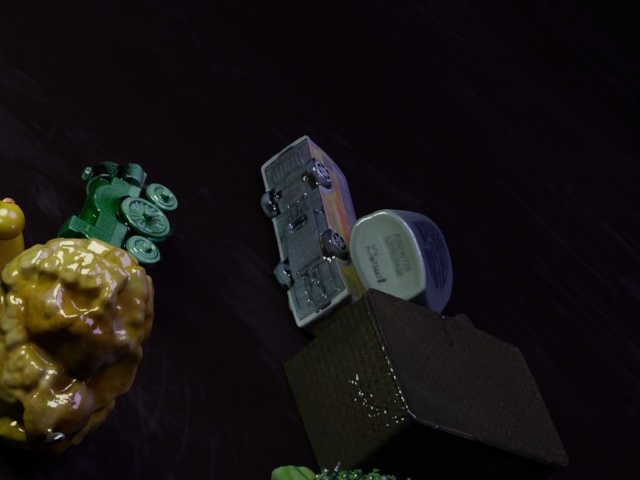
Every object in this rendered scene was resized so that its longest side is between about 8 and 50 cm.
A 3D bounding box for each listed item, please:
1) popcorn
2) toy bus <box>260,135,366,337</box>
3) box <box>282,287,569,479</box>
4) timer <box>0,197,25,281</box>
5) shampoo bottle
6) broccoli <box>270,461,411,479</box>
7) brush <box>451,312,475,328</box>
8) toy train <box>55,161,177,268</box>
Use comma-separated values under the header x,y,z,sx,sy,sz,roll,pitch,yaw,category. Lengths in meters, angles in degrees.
x,y,z,sx,sy,sz,roll,pitch,yaw,category
-0.230,0.089,1.618,0.163,0.194,0.140,15,-2,35,popcorn
0.000,0.000,2.191,0.106,0.092,0.268,39,26,-39,toy bus
0.116,0.189,2.045,0.273,0.143,0.184,22,37,-42,box
-0.310,0.009,1.657,0.107,0.107,0.109,27,-10,-38,timer
0.107,0.031,2.212,0.359,0.078,0.134,1,67,-80,shampoo bottle
0.001,0.276,1.729,0.194,0.194,0.220,-76,159,-60,broccoli
0.158,0.115,2.345,0.034,0.027,0.190,55,25,10,brush
-0.210,-0.015,1.907,0.104,0.071,0.178,30,31,-12,toy train
